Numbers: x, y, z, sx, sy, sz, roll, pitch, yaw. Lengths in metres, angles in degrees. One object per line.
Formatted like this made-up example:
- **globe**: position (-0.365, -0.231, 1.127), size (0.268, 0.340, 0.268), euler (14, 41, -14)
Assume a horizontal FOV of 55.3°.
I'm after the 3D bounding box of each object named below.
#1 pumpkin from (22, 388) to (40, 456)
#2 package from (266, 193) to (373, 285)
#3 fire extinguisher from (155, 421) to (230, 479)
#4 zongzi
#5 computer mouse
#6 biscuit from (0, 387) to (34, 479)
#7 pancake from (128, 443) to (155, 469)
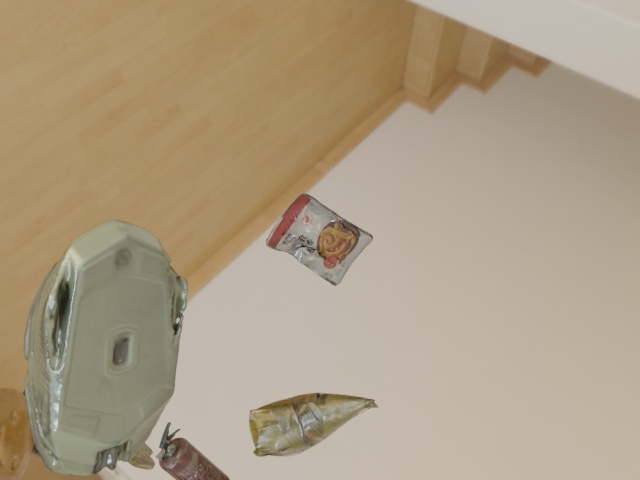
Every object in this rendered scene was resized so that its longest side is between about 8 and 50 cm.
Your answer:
- **pumpkin**: position (-0.622, 0.427, 1.500), size (0.163, 0.233, 0.233), euler (-47, 166, 30)
- **package**: position (0.000, 0.000, 1.423), size (0.239, 0.030, 0.154), euler (32, 101, -31)
- **fire extinguisher**: position (-0.347, 0.594, 1.622), size (0.104, 0.105, 0.269), euler (-49, 126, -21)
- **zongzi**: position (-0.008, 0.418, 1.423), size (0.289, 0.122, 0.260), euler (-16, 160, 0)
- **computer mouse**: position (-0.351, 0.165, 0.976), size (0.228, 0.146, 0.428), euler (-7, 111, -48)
- **biscuit**: position (-0.648, 0.399, 1.137), size (0.355, 0.052, 0.274), euler (26, 64, -79)
- **pancake**: position (-0.454, 0.435, 1.373), size (0.029, 0.212, 0.235), euler (-51, -175, -12)
